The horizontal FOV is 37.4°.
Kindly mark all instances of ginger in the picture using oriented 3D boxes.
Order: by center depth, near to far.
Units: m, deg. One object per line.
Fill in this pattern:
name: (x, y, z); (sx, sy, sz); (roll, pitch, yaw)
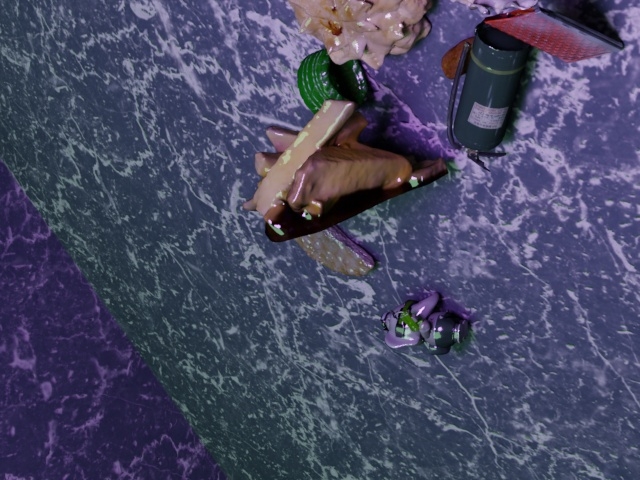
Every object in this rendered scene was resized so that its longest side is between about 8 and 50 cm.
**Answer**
ginger: (0.022, -0.153, 1.758); (0.413, 0.358, 0.211); (-164, 54, -77)

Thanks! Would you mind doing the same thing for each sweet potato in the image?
sweet potato: (0.247, -0.314, 1.565); (0.049, 0.049, 0.117); (49, 135, -1)

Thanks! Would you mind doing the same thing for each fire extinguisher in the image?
fire extinguisher: (0.274, -0.228, 1.575); (0.118, 0.093, 0.294); (12, 140, 5)

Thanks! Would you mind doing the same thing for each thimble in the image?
thimble: (0.023, -0.293, 1.765); (0.130, 0.118, 0.090); (36, 150, -30)

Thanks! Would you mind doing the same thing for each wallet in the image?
wallet: (0.340, -0.299, 1.376); (0.103, 0.196, 0.020); (-3, 79, 51)

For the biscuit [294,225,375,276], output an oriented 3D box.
biscuit: (0.001, -0.001, 2.144); (0.290, 0.038, 0.141); (40, 146, 15)

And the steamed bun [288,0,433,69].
steamed bun: (0.043, -0.409, 1.573); (0.292, 0.137, 0.295); (46, 149, -18)

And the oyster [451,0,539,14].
oyster: (0.252, -0.437, 1.294); (0.351, 0.115, 0.238); (14, 125, 50)

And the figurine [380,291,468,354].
figurine: (0.215, 0.178, 2.012); (0.192, 0.147, 0.126); (3, 113, 30)
